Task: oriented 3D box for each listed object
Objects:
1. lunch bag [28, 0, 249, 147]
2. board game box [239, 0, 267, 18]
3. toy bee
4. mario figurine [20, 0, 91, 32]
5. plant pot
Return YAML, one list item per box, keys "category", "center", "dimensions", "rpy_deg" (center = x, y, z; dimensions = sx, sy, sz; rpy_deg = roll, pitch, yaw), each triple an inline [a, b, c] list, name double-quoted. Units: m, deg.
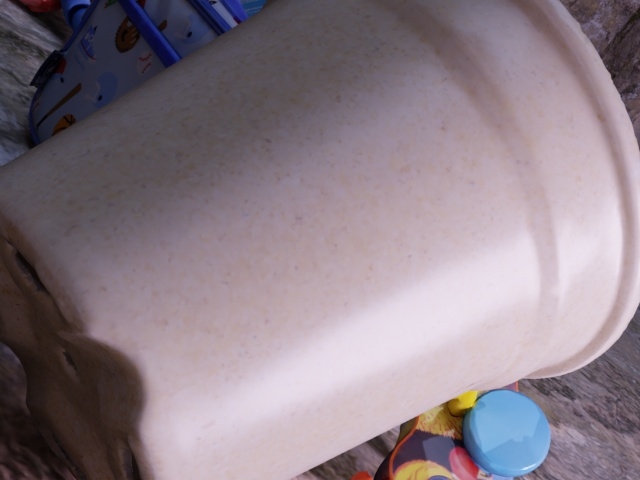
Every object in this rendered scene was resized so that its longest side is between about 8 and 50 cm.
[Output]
- category: "lunch bag"
  center: [-0.143, -0.123, 0.923]
  dimensions: [0.115, 0.243, 0.303]
  rpy_deg: [19, 26, -47]
- category: "board game box"
  center: [-0.092, -0.336, 1.457]
  dimensions: [0.336, 0.254, 0.079]
  rpy_deg: [-82, 158, -56]
- category: "toy bee"
  center: [0.100, 0.166, 0.817]
  dimensions: [0.162, 0.195, 0.298]
  rpy_deg: [8, 37, -12]
- category: "mario figurine"
  center: [-0.302, -0.341, 1.294]
  dimensions: [0.198, 0.170, 0.320]
  rpy_deg: [14, 31, -49]
- category: "plant pot"
  center: [-0.031, 0.008, 0.619]
  dimensions: [0.306, 0.333, 0.334]
  rpy_deg: [-29, 62, -29]
